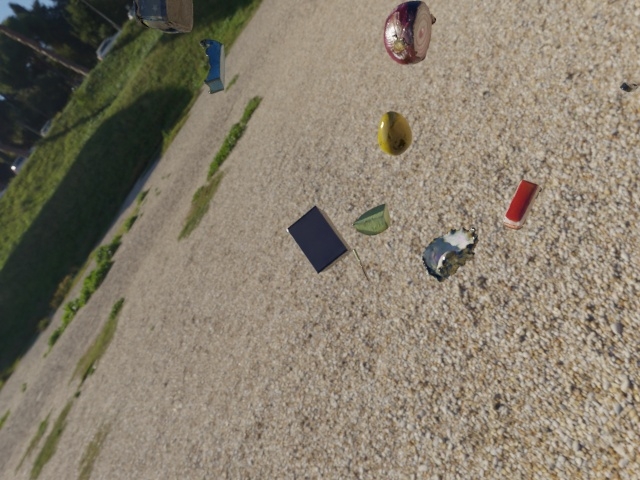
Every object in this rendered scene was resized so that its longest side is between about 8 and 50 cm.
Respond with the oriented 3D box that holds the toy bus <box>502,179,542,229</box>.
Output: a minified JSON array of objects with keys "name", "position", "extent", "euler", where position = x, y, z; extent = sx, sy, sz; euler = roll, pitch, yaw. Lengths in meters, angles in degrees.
[{"name":"toy bus","position":[0.703,-0.126,1.474],"extent":[0.079,0.077,0.174],"euler":[27,93,27]}]

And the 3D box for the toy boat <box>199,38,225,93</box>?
[{"name":"toy boat","position":[-0.342,-0.552,1.312],"extent":[0.075,0.077,0.185],"euler":[83,-176,-75]}]

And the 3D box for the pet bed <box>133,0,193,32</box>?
[{"name":"pet bed","position":[-0.521,-0.785,1.343],"extent":[0.183,0.159,0.210],"euler":[-51,-34,-68]}]

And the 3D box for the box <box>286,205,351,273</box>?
[{"name":"box","position":[0.000,0.000,1.936],"extent":[0.188,0.252,0.153],"euler":[-39,-11,7]}]

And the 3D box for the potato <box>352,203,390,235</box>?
[{"name":"potato","position":[0.231,-0.085,1.832],"extent":[0.149,0.081,0.120],"euler":[-15,27,27]}]

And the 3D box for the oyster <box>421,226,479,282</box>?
[{"name":"oyster","position":[0.481,0.048,1.572],"extent":[0.198,0.092,0.259],"euler":[-12,28,45]}]

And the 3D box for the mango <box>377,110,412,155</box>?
[{"name":"mango","position":[0.288,-0.420,1.656],"extent":[0.137,0.195,0.098],"euler":[-14,50,19]}]

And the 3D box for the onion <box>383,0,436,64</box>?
[{"name":"onion","position":[0.305,-0.706,1.406],"extent":[0.140,0.195,0.218],"euler":[13,54,38]}]

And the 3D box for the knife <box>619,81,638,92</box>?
[{"name":"knife","position":[0.868,-0.431,1.178],"extent":[0.031,0.121,0.018],"euler":[47,133,22]}]

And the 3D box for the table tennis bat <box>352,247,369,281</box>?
[{"name":"table tennis bat","position":[0.174,0.105,1.789],"extent":[0.013,0.156,0.087],"euler":[-24,11,8]}]
